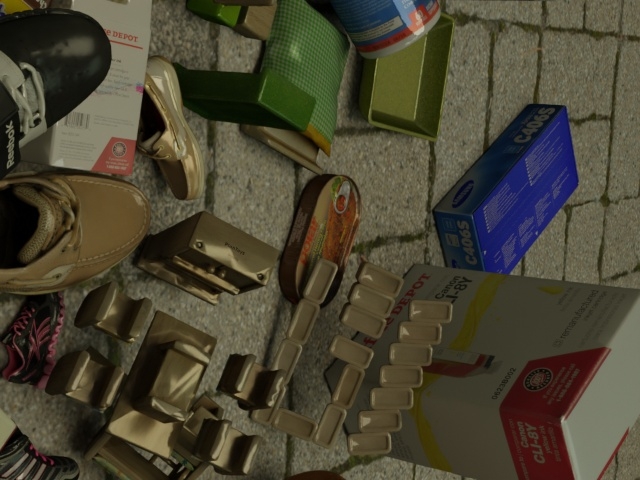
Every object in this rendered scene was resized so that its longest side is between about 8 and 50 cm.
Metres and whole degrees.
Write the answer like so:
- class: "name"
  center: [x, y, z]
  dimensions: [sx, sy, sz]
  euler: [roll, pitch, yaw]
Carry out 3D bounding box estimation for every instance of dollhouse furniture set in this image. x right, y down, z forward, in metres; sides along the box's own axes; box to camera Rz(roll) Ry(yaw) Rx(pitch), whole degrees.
- class: "dollhouse furniture set"
  center: [-0.159, 0.109, 1.272]
  dimensions: [0.212, 0.161, 0.242]
  euler: [29, 68, -20]
- class: "dollhouse furniture set"
  center: [-0.217, 0.201, 1.353]
  dimensions: [0.182, 0.161, 0.101]
  euler: [41, 100, -8]
- class: "dollhouse furniture set"
  center: [-0.018, -0.209, 1.436]
  dimensions: [0.301, 0.151, 0.197]
  euler: [26, 76, -52]

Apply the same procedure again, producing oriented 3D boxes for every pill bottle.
- class: "pill bottle"
  center: [0.053, -0.355, 1.509]
  dimensions: [0.124, 0.124, 0.221]
  euler: [-51, 120, -34]

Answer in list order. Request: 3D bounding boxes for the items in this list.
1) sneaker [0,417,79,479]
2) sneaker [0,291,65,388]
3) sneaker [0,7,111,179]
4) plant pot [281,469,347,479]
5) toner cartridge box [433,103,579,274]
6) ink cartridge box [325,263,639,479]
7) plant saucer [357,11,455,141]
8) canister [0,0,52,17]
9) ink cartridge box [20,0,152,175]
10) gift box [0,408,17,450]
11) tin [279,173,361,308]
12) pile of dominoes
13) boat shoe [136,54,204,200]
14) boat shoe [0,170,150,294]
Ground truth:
- class: "sneaker"
  center: [-0.311, 0.221, 1.211]
  dimensions: [0.170, 0.063, 0.075]
  euler: [16, 91, -48]
- class: "sneaker"
  center: [-0.301, 0.095, 1.220]
  dimensions: [0.057, 0.047, 0.119]
  euler: [7, 90, -42]
- class: "sneaker"
  center: [-0.305, -0.088, 1.004]
  dimensions: [0.330, 0.146, 0.122]
  euler: [-31, 133, -23]
- class: "plant pot"
  center: [0.000, 0.436, 1.511]
  dimensions: [0.291, 0.291, 0.203]
  euler: [-48, 116, -36]
- class: "toner cartridge box"
  center: [0.319, -0.074, 1.975]
  dimensions: [0.348, 0.075, 0.165]
  euler: [-45, 129, -39]
- class: "ink cartridge box"
  center: [0.243, 0.188, 1.674]
  dimensions: [0.279, 0.384, 0.160]
  euler: [-47, 128, -37]
- class: "plant saucer"
  center: [0.116, -0.247, 1.696]
  dimensions: [0.188, 0.045, 0.188]
  euler: [7, 91, -53]
- class: "canister"
  center: [-0.316, -0.225, 1.106]
  dimensions: [0.126, 0.073, 0.170]
  euler: [39, 65, -49]
- class: "ink cartridge box"
  center: [-0.244, -0.172, 1.217]
  dimensions: [0.115, 0.067, 0.198]
  euler: [5, 95, -53]
- class: "gift box"
  center: [-0.429, 0.150, 0.884]
  dimensions: [0.276, 0.255, 0.258]
  euler: [-62, 141, -34]
- class: "tin"
  center: [0.000, 0.000, 1.601]
  dimensions: [0.106, 0.040, 0.190]
  euler: [34, 71, -55]
- class: "pile of dominoes"
  center: [0.043, 0.157, 1.574]
  dimensions: [0.040, 0.196, 0.251]
  euler: [-148, -98, -85]
- class: "boat shoe"
  center: [-0.180, -0.118, 1.322]
  dimensions: [0.059, 0.063, 0.170]
  euler: [-31, 112, -43]
- class: "boat shoe"
  center: [-0.282, -0.006, 1.141]
  dimensions: [0.341, 0.110, 0.121]
  euler: [-16, 91, -49]
